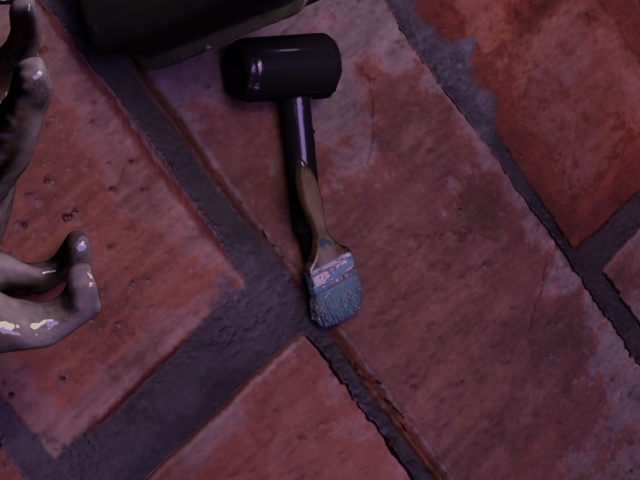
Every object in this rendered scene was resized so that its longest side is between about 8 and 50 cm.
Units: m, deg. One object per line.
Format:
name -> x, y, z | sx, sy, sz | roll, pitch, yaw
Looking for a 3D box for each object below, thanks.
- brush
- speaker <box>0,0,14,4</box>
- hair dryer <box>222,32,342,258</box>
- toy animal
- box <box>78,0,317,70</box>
brush -> 0.000, 0.000, 1.562 | 0.070, 0.021, 0.196 | -27, 114, -26
speaker -> -0.423, -0.292, 1.305 | 0.254, 0.184, 0.232 | -2, 82, -28
hair dryer -> -0.037, -0.100, 1.569 | 0.114, 0.070, 0.248 | -7, 97, -30
toy animal -> -0.363, -0.028, 1.263 | 0.303, 0.194, 0.344 | -14, 125, -10
box -> -0.118, -0.298, 1.412 | 0.166, 0.290, 0.220 | -16, 92, -43
